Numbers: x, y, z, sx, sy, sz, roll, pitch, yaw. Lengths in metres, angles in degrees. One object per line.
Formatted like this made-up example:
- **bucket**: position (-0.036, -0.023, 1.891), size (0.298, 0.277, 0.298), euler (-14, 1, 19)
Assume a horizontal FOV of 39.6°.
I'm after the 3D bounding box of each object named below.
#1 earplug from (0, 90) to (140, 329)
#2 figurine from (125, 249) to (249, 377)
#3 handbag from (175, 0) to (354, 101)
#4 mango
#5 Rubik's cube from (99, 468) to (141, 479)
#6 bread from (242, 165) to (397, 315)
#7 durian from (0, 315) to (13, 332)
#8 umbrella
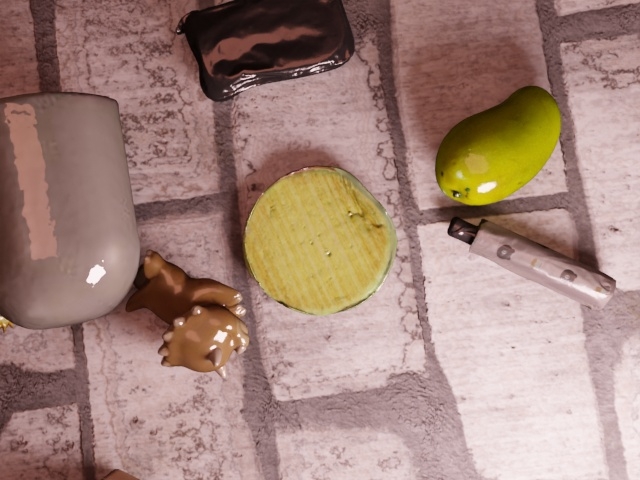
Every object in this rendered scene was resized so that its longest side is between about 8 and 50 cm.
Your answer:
- **earplug**: position (-0.482, -0.041, 1.604), size (0.313, 0.312, 0.393), euler (-13, 87, -1)
- **figurine**: position (-0.256, 0.153, 1.649), size (0.247, 0.177, 0.173), euler (29, 66, -9)
- **handbag**: position (-0.108, -0.397, 1.754), size (0.332, 0.075, 0.191), euler (-16, 84, -1)
- **mango**: position (0.346, -0.181, 1.707), size (0.293, 0.143, 0.175), euler (-40, 80, -14)
- **Rubik's cube**: position (-0.339, 0.569, 1.583), size (0.225, 0.221, 0.231), euler (26, 85, 2)
- **bread**: position (-0.003, 0.005, 1.730), size (0.302, 0.045, 0.301), euler (0, 83, 2)
- **durian**: position (-0.649, 0.057, 1.677), size (0.145, 0.139, 0.252), euler (-10, 85, 3)
- **umbrella**: position (0.404, 0.038, 1.715), size (0.337, 0.067, 0.073), euler (25, 127, 2)
